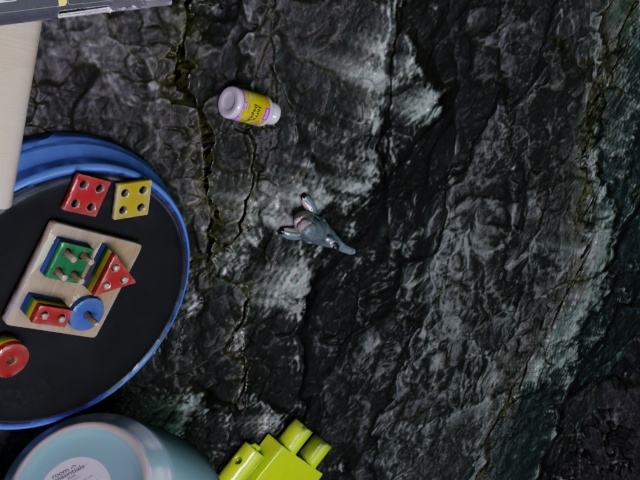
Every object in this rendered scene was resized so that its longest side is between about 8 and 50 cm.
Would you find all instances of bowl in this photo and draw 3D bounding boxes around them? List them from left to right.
[{"bbox_3d":[-0.330,0.061,1.197,0.391,0.077,0.391,-26,133,-31],"label":"bowl"},{"bbox_3d":[-0.282,0.346,1.247,0.311,0.311,0.163,-38,148,-20],"label":"bowl"}]

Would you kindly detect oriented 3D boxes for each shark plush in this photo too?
[{"bbox_3d":[0.000,0.000,1.497,0.073,0.067,0.161,-49,141,-7],"label":"shark plush"}]

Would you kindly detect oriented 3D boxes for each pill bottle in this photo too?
[{"bbox_3d":[-0.092,-0.175,1.293,0.083,0.043,0.043,7,112,-48],"label":"pill bottle"}]

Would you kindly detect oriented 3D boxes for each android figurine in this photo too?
[{"bbox_3d":[-0.098,0.443,1.732,0.273,0.056,0.248,-51,142,-5],"label":"android figurine"}]

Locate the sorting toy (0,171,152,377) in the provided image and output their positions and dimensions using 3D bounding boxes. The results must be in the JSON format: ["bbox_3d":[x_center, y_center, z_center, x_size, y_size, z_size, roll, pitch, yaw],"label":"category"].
[{"bbox_3d":[-0.276,0.047,1.143,0.132,0.046,0.274,18,103,-51],"label":"sorting toy"}]

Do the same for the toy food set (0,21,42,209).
[{"bbox_3d":[-0.418,-0.155,0.928,0.306,0.092,0.219,6,100,-41],"label":"toy food set"}]

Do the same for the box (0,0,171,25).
[{"bbox_3d":[-0.295,-0.384,0.831,0.318,0.097,0.394,-18,116,-34],"label":"box"}]
